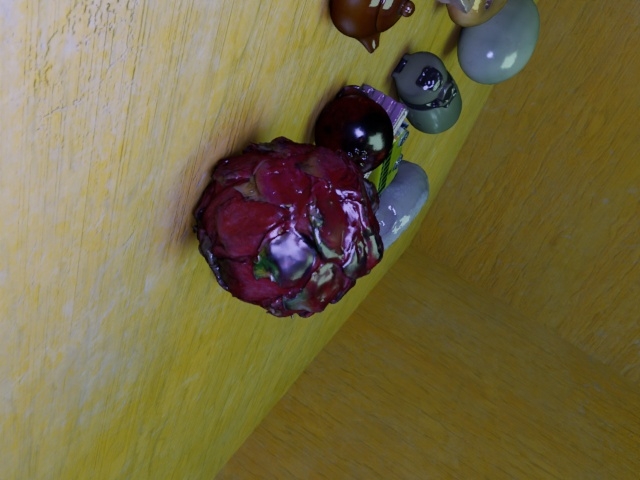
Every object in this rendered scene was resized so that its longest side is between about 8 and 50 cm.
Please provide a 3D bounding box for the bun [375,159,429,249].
[{"bbox_3d":[0.168,-0.096,2.182,0.354,0.194,0.354,-52,-177,3],"label":"bun"}]

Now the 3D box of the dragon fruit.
[{"bbox_3d":[-0.048,-0.023,1.268,0.329,0.329,0.329,-54,168,-17],"label":"dragon fruit"}]

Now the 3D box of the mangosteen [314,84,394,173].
[{"bbox_3d":[0.072,-0.238,1.604,0.200,0.200,0.200,-54,168,-17],"label":"mangosteen"}]

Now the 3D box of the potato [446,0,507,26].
[{"bbox_3d":[0.401,-0.634,1.925,0.234,0.146,0.150,-30,108,-40],"label":"potato"}]

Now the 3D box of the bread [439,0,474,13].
[{"bbox_3d":[0.317,-0.610,1.724,0.077,0.105,0.152,-62,170,-9],"label":"bread"}]

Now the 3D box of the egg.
[{"bbox_3d":[0.561,-0.638,2.327,0.371,0.230,0.230,-55,168,-30],"label":"egg"}]

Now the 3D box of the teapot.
[{"bbox_3d":[0.109,-0.439,1.268,0.178,0.135,0.252,-50,168,-47],"label":"teapot"}]

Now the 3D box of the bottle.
[{"bbox_3d":[0.288,-0.399,2.009,0.168,0.168,0.347,-58,165,4],"label":"bottle"}]

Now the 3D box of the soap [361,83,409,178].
[{"bbox_3d":[0.106,-0.253,1.758,0.203,0.122,0.065,-57,168,6],"label":"soap"}]

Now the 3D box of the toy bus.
[{"bbox_3d":[0.132,-0.220,1.936,0.150,0.128,0.262,-52,166,-21],"label":"toy bus"}]
